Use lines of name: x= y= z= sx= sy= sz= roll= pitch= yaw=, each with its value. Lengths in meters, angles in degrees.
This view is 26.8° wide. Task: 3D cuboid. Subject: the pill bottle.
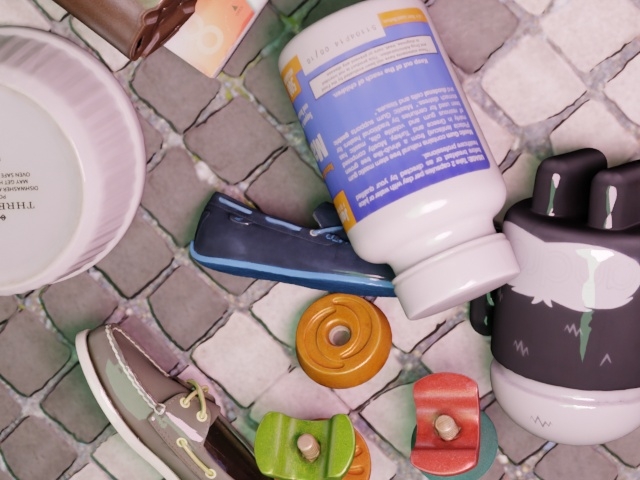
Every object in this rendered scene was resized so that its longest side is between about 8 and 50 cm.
pill bottle: x=0.077 y=-0.072 z=1.224 sx=0.152 sy=0.152 sz=0.272 roll=-24 pitch=80 yaw=13

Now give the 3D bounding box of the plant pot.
plant pot: x=-0.189 y=-0.263 z=1.224 sx=0.165 sy=0.167 sz=0.167 roll=42 pitch=107 yaw=2

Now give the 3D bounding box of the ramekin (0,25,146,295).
ramekin: x=-0.316 y=-0.070 z=1.327 sx=0.272 sy=0.127 sz=0.273 roll=2 pitch=106 yaw=6

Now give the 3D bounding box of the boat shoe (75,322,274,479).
boat shoe: x=-0.137 y=0.198 z=1.398 sx=0.091 sy=0.109 sz=0.305 roll=-31 pitch=106 yaw=14

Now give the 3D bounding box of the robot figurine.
robot figurine: x=0.252 y=0.056 z=1.276 sx=0.173 sy=0.209 sz=0.278 roll=0 pitch=106 yaw=-12

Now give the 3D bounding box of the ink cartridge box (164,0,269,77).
ink cartridge box: x=-0.134 y=-0.266 z=1.292 sx=0.179 sy=0.045 sz=0.145 roll=34 pitch=107 yaw=-6

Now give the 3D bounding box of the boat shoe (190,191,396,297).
boat shoe: x=0.000 y=0.000 z=1.321 sx=0.258 sy=0.109 sz=0.089 roll=10 pitch=80 yaw=5

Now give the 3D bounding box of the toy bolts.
toy bolts: x=0.072 y=0.181 z=1.379 sx=0.228 sy=0.158 sz=0.218 roll=3 pitch=66 yaw=16
